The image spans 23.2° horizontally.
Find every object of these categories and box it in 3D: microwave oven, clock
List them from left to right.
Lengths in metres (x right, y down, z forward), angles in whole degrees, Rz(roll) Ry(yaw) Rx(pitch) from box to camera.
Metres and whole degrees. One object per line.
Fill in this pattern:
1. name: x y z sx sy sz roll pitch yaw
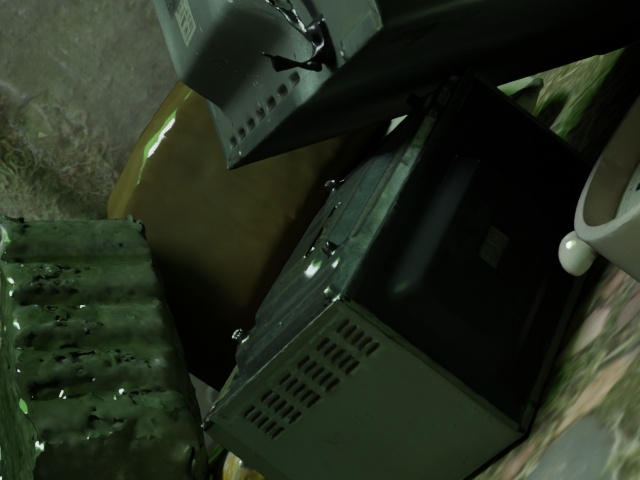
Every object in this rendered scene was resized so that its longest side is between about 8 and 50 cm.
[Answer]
1. microwave oven: 0.047 0.029 0.824 0.163 0.129 0.205 -48 8 43
2. microwave oven: 0.076 -0.216 0.870 0.374 0.236 0.432 -19 -2 -13
3. clock: 0.172 -0.043 0.633 0.155 0.063 0.229 -57 4 -13

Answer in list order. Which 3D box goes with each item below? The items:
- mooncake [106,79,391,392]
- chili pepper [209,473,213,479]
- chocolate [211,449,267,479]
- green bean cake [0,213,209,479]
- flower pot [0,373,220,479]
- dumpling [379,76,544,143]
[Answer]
1. mooncake: -0.055 -0.030 1.228 0.284 0.156 0.284 -57 -13 -21
2. chili pepper: -0.093 0.213 1.306 0.027 0.022 0.083 -19 7 1
3. chocolate: -0.028 0.151 0.962 0.085 0.086 0.219 -54 3 -18
4. green bean cake: -0.161 0.134 1.061 0.255 0.132 0.241 -111 23 -49
5. flower pot: -0.228 0.251 1.416 0.254 0.164 0.367 -36 17 50
6. dumpling: 0.092 -0.066 1.188 0.176 0.092 0.150 -62 0 -8
